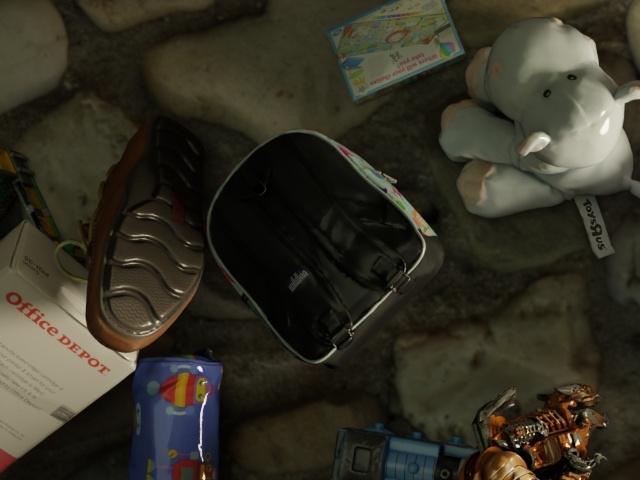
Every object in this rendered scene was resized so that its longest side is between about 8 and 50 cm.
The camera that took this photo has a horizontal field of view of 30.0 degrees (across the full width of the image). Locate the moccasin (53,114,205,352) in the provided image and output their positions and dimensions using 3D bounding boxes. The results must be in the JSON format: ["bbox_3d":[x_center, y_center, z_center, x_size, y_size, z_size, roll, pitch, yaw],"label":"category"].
[{"bbox_3d":[-0.226,-0.003,1.429,0.147,0.139,0.380,-43,32,27],"label":"moccasin"}]

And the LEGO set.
[{"bbox_3d":[-0.495,0.011,1.557,0.331,0.192,0.254,-21,79,13],"label":"LEGO set"}]

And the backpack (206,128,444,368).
[{"bbox_3d":[0.000,0.000,1.423,0.253,0.191,0.225,45,99,14],"label":"backpack"}]

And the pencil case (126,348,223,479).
[{"bbox_3d":[-0.186,0.286,1.481,0.133,0.119,0.306,-7,80,58],"label":"pencil case"}]

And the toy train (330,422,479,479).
[{"bbox_3d":[0.103,0.265,1.410,0.184,0.105,0.080,8,86,16],"label":"toy train"}]

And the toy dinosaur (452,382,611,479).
[{"bbox_3d":[0.218,0.293,1.324,0.322,0.164,0.218,-35,90,-11],"label":"toy dinosaur"}]

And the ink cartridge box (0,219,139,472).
[{"bbox_3d":[-0.389,0.142,1.481,0.283,0.117,0.207,-37,117,19],"label":"ink cartridge box"}]

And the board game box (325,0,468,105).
[{"bbox_3d":[0.096,-0.249,1.510,0.154,0.026,0.103,-22,79,12],"label":"board game box"}]

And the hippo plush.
[{"bbox_3d":[0.247,-0.118,1.344,0.234,0.236,0.294,-30,77,10],"label":"hippo plush"}]
